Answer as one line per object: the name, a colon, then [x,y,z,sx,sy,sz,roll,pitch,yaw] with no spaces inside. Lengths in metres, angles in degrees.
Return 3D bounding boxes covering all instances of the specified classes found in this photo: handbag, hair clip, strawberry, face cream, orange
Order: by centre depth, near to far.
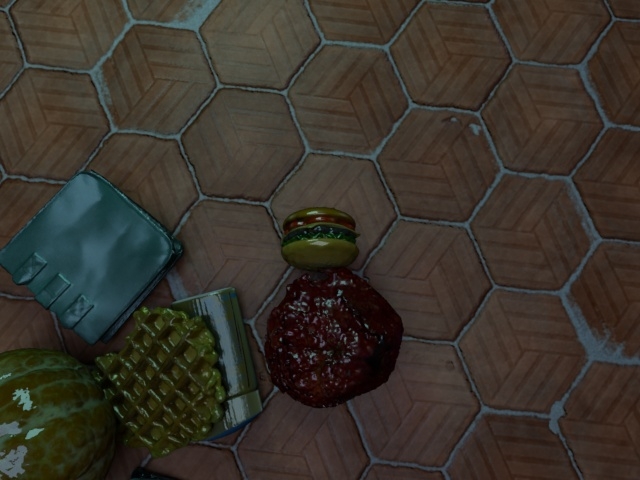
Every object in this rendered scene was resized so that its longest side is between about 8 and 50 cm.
orange: [-0.518,0.352,0.752,0.329,0.249,0.330,-2,86,31]
strawberry: [0.028,0.190,0.782,0.273,0.220,0.274,-2,104,-8]
hair clip: [-0.271,0.502,0.856,0.229,0.070,0.039,14,81,-6]
face cream: [-0.207,0.248,0.868,0.139,0.067,0.285,-15,84,4]
handbag: [-0.458,0.029,0.878,0.268,0.100,0.274,38,86,0]

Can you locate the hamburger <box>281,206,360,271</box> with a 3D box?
hamburger: [0.000,0.000,0.849,0.161,0.162,0.115,0,72,0]

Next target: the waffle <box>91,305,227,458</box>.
waffle: [-0.318,0.268,0.832,0.300,0.058,0.282,-29,81,14]
